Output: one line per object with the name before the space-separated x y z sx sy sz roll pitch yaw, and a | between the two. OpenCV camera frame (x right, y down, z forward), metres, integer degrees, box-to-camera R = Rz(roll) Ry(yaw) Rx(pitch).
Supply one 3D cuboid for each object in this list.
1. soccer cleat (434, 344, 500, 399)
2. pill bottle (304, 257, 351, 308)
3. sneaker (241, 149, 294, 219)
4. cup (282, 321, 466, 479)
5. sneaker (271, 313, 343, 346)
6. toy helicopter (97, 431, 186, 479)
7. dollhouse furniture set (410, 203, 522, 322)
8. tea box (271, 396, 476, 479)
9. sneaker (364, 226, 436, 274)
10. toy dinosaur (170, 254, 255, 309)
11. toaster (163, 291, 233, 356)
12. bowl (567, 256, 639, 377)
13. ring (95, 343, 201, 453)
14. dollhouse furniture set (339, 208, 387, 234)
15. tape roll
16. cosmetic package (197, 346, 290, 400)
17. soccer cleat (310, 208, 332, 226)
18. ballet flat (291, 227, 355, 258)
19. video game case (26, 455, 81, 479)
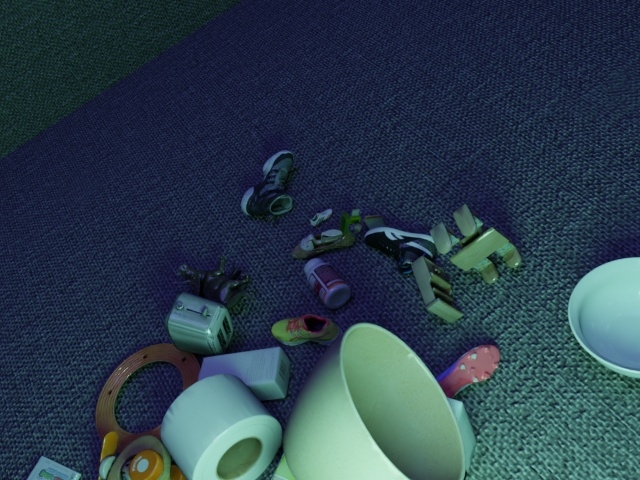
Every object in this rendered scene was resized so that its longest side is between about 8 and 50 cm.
soccer cleat | 0.321 0.326 1.514 0.248 0.083 0.095 -35 8 -19
pill bottle | 0.016 0.119 1.812 0.086 0.086 0.152 -34 47 -6
sneaker | -0.137 -0.179 2.124 0.153 0.101 0.268 22 70 35
cup | 0.071 0.354 1.170 0.237 0.331 0.331 -40 41 25
sneaker | -0.046 0.235 1.737 0.209 0.094 0.081 -4 53 23
toy helicopter | -0.526 0.641 1.584 0.235 0.140 0.355 26 69 40
dollhouse furniture set | 0.371 0.069 1.620 0.242 0.212 0.161 -41 40 25
tea box | 0.120 0.485 1.368 0.329 0.220 0.323 11 57 31
sneaker | 0.212 0.034 1.800 0.217 0.079 0.121 6 54 26
toy dinosaur | -0.294 0.149 1.926 0.314 0.121 0.160 31 81 34
toaster | -0.338 0.248 1.792 0.147 0.227 0.129 13 55 11
bowl | 0.713 0.192 1.411 0.298 0.134 0.297 -12 49 15
ring | -0.482 0.445 1.797 0.337 0.032 0.336 -12 50 14
dollhouse furniture set | 0.133 -0.059 1.886 0.152 0.058 0.076 -6 42 -19
tape roll | -0.237 0.468 1.523 0.246 0.246 0.169 -41 47 -13
cosmetic package | -0.206 0.367 1.699 0.231 0.085 0.117 -11 41 17
soccer cleat | 0.002 -0.077 2.015 0.083 0.035 0.029 -37 47 -8
ballet flat | 0.000 0.000 1.930 0.206 0.067 0.073 -17 49 11
video game case | -0.747 0.679 1.725 0.157 0.019 0.143 9 57 29
